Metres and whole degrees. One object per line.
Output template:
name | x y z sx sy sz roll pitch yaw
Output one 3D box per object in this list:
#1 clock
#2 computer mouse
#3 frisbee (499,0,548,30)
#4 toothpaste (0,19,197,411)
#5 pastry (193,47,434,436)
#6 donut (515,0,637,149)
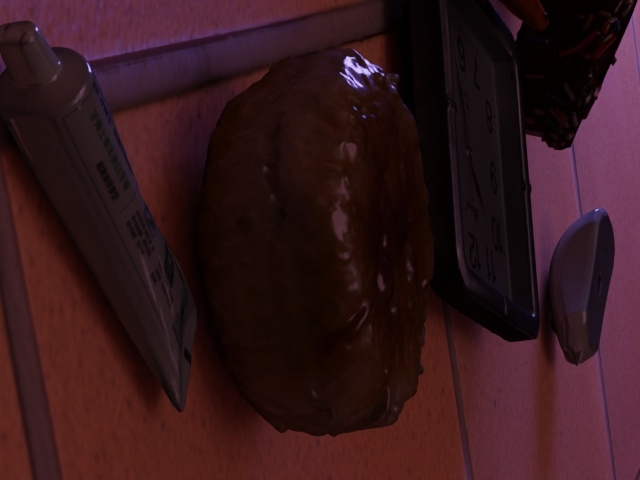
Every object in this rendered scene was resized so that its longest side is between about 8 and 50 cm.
clock | 0.116 -0.071 1.309 0.273 0.049 0.278 32 53 -66
computer mouse | 0.260 0.051 1.693 0.089 0.056 0.181 55 41 -47
frisbee | 0.119 -0.244 1.322 0.192 0.035 0.192 57 8 -13
toothpaste | -0.090 -0.011 0.710 0.218 0.041 0.064 69 18 -47
pastry | 0.000 0.000 0.878 0.182 0.093 0.192 -51 134 -61
donut | 0.232 -0.196 1.527 0.230 0.096 0.216 -52 163 -59
